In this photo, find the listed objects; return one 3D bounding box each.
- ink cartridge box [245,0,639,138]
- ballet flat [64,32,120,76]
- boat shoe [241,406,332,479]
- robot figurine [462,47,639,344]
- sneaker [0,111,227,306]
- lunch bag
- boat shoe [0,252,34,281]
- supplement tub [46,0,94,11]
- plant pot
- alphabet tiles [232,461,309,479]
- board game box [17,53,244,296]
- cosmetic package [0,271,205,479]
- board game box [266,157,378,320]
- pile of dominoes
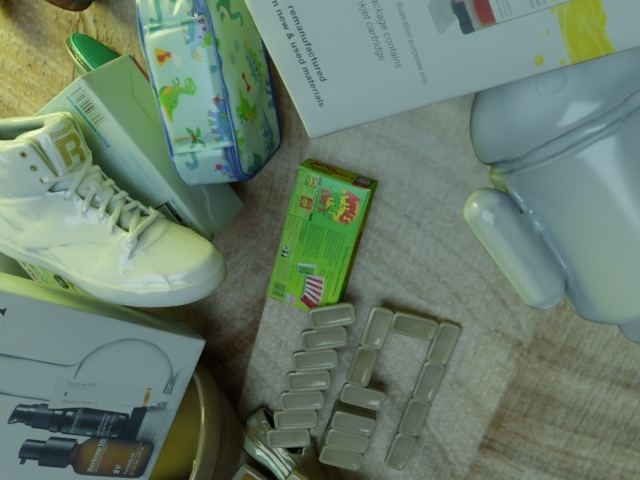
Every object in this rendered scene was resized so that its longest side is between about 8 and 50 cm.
[{"bbox_3d":[0.155,-0.262,0.506,0.385,0.279,0.160,-12,128,21],"label":"ink cartridge box"},{"bbox_3d":[-0.239,-0.171,0.802,0.213,0.072,0.068,36,120,2],"label":"ballet flat"},{"bbox_3d":[-0.031,0.315,0.917,0.190,0.068,0.072,40,100,0],"label":"boat shoe"},{"bbox_3d":[0.273,-0.064,0.598,0.300,0.200,0.353,-35,97,-15],"label":"robot figurine"},{"bbox_3d":[-0.240,-0.039,0.667,0.293,0.108,0.169,14,130,13],"label":"sneaker"},{"bbox_3d":[-0.110,-0.180,0.699,0.090,0.176,0.219,-5,109,15],"label":"lunch bag"},{"bbox_3d":[-0.437,0.089,0.952,0.088,0.096,0.267,-14,115,22],"label":"boat shoe"},{"bbox_3d":[-0.255,-0.361,0.718,0.198,0.106,0.106,-40,94,26],"label":"supplement tub"},{"bbox_3d":[-0.187,0.288,0.902,0.110,0.237,0.237,24,123,-37],"label":"plant pot"},{"bbox_3d":[-0.039,0.460,0.952,0.285,0.011,0.342,36,130,2],"label":"alphabet tiles"},{"bbox_3d":[-0.283,-0.055,0.801,0.303,0.097,0.224,-23,111,32],"label":"board game box"},{"bbox_3d":[-0.345,0.251,0.789,0.097,0.284,0.377,21,89,53],"label":"cosmetic package"},{"bbox_3d":[0.000,0.000,0.799,0.092,0.043,0.181,20,114,10],"label":"board game box"},{"bbox_3d":[0.050,0.188,0.850,0.196,0.040,0.251,15,110,-5],"label":"pile of dominoes"}]
